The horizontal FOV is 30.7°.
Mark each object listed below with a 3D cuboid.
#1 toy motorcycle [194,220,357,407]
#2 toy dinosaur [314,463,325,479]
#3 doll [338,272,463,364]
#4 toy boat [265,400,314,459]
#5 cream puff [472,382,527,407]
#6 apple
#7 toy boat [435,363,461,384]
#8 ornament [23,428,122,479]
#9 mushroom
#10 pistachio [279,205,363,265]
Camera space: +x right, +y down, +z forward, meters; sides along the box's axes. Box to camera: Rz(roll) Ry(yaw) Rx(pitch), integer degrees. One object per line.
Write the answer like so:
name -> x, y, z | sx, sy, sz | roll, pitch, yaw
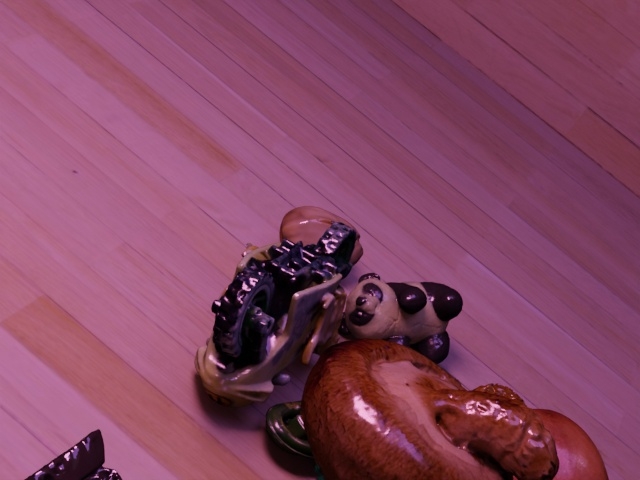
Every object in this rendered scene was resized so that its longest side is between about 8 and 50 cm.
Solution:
toy motorcycle -> -0.061, 0.110, 1.741 | 0.169, 0.237, 0.410 | 30, 25, 16
toy dinosaur -> 0.074, 0.388, 1.641 | 0.259, 0.094, 0.153 | 33, 29, -22
doll -> 0.141, 0.133, 2.029 | 0.234, 0.143, 0.135 | 3, 20, -43
toy boat -> -0.009, 0.279, 1.732 | 0.210, 0.052, 0.104 | 4, 45, -51
cream puff -> 0.299, 0.301, 1.978 | 0.126, 0.103, 0.144 | 41, 24, 10
apple -> 0.308, 0.380, 1.749 | 0.254, 0.253, 0.253 | 27, 31, -18
toy boat -> 0.167, 0.279, 1.868 | 0.121, 0.089, 0.321 | 55, 22, 8
ornament -> -0.261, 0.369, 1.312 | 0.260, 0.106, 0.251 | 51, 39, 7
mushroom -> 0.117, 0.265, 1.545 | 0.345, 0.239, 0.345 | 34, -10, 7
pistachio -> 0.000, 0.000, 2.066 | 0.185, 0.124, 0.124 | 6, 42, -39
